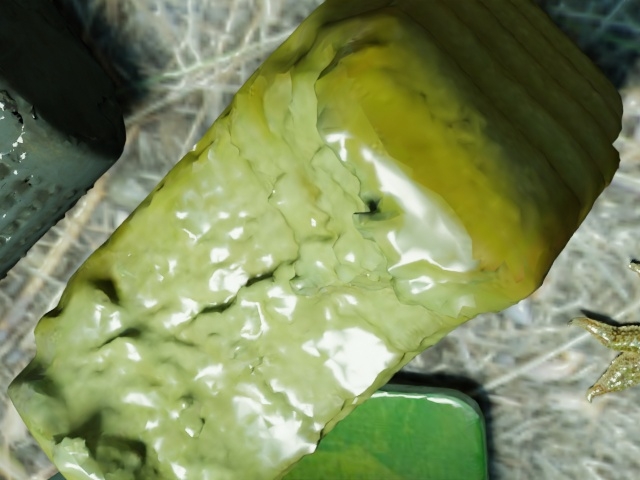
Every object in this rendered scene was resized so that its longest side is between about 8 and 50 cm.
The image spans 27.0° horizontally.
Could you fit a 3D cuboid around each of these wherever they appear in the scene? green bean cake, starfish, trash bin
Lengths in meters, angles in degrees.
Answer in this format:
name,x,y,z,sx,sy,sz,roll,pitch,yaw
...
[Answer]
name,x,y,z,sx,sy,sz,roll,pitch,yaw
green bean cake,0.000,0.000,0.554,0.124,0.233,0.236,46,118,-1
starfish,0.167,0.052,0.650,0.086,0.016,0.092,-8,109,18
trash bin,-0.188,-0.048,0.635,0.161,0.175,0.175,-36,101,16

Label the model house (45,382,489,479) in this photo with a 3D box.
name,x,y,z,sx,sy,sz,roll,pitch,yaw
model house,-0.097,0.265,0.652,0.340,0.323,0.300,2,114,16
